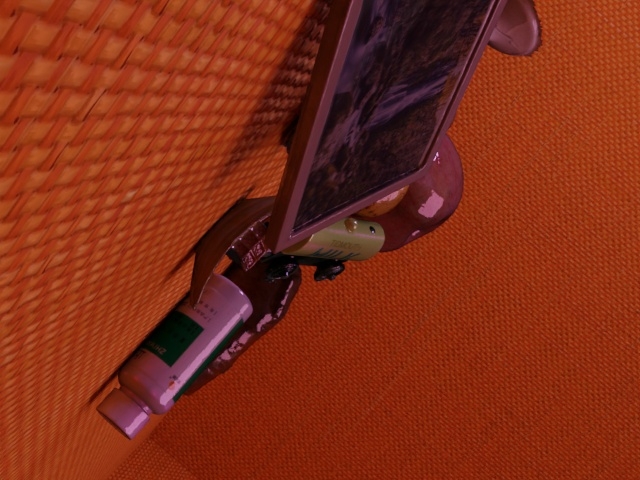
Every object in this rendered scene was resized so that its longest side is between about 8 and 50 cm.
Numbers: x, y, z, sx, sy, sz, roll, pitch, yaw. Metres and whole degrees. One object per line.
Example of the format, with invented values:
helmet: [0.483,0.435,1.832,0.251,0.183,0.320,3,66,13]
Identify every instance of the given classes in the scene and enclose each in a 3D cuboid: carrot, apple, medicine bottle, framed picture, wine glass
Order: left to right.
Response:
medicine bottle: [-0.211,0.167,1.174,0.260,0.095,0.095,-51,179,-24]
carrot: [-0.159,0.139,1.451,0.302,0.138,0.139,-43,178,-1]
apple: [0.163,-0.116,1.763,0.344,0.269,0.345,-49,179,-1]
framed picture: [0.070,-0.140,0.735,0.240,0.020,0.324,-27,151,-38]
wine glass: [0.104,-0.177,0.934,0.321,0.143,0.143,-42,177,-9]

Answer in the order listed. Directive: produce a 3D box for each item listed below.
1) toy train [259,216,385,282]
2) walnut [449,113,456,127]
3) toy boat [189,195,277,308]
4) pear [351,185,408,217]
toy train: [0.000,0.000,1.367,0.157,0.105,0.253,-29,159,32]
walnut: [0.124,-0.197,1.239,0.167,0.149,0.166,-18,159,-7]
toy boat: [-0.103,0.008,0.964,0.172,0.066,0.065,-48,-179,-24]
pear: [0.073,-0.122,1.422,0.178,0.178,0.178,-50,178,-2]
